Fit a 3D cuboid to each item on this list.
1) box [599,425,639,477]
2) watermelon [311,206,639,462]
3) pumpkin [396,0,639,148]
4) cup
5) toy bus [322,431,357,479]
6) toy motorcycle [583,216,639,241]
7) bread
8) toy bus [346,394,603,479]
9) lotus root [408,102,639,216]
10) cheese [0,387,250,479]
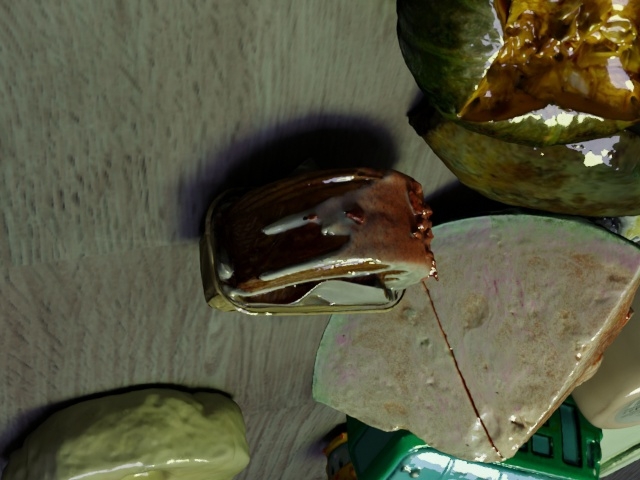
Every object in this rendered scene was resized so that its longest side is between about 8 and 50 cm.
[{"bbox_3d":[0.448,0.222,1.630,0.182,0.175,0.312,19,135,-36],"label":"box"},{"bbox_3d":[0.195,0.081,1.215,0.222,0.292,0.319,-15,127,-60],"label":"watermelon"},{"bbox_3d":[0.170,-0.178,0.769,0.238,0.159,0.238,1,137,1],"label":"pumpkin"},{"bbox_3d":[0.415,0.126,1.396,0.253,0.200,0.191,5,144,-37],"label":"cup"},{"bbox_3d":[0.105,0.361,1.694,0.210,0.136,0.126,3,145,-33],"label":"toy bus"},{"bbox_3d":[0.384,-0.051,1.205,0.229,0.074,0.151,-32,151,20],"label":"toy motorcycle"},{"bbox_3d":[0.000,0.000,1.021,0.224,0.142,0.212,2,160,-33],"label":"bread"},{"bbox_3d":[0.214,0.274,1.448,0.344,0.199,0.183,16,132,-16],"label":"toy bus"},{"bbox_3d":[0.247,-0.081,1.005,0.314,0.142,0.210,-1,148,-26],"label":"lotus root"},{"bbox_3d":[-0.253,0.305,1.417,0.327,0.115,0.318,-16,151,-2],"label":"cheese"}]
